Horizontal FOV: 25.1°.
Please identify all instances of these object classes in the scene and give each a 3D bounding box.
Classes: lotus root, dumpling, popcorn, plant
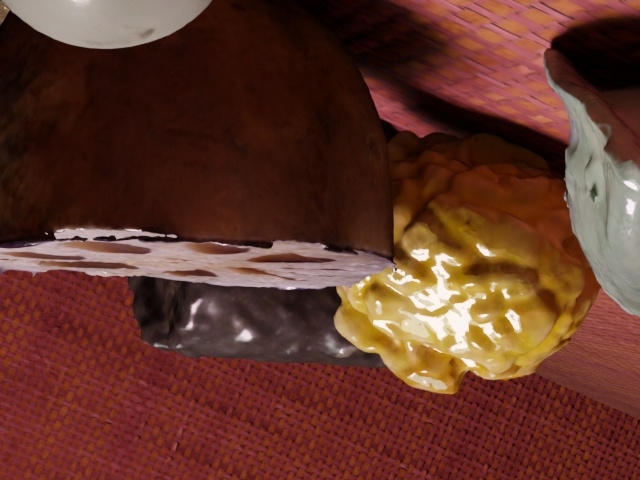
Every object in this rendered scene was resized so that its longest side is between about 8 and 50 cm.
[{"bbox_3d":[-0.079,-0.061,0.809,0.272,0.192,0.272,5,167,1],"label":"lotus root"},{"bbox_3d":[0.151,-0.019,0.650,0.149,0.105,0.216,20,174,33],"label":"dumpling"},{"bbox_3d":[0.090,0.014,0.921,0.180,0.180,0.170,24,170,-9],"label":"popcorn"},{"bbox_3d":[0.000,0.000,1.088,0.276,0.188,0.199,4,177,-25],"label":"plant"}]

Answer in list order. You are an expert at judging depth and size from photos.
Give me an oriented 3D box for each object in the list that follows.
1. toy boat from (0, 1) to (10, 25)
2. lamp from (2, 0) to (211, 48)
[{"bbox_3d":[-0.204,-0.165,1.042,0.080,0.046,0.229,24,175,-17],"label":"toy boat"},{"bbox_3d":[-0.081,-0.138,0.517,0.106,0.106,0.193,23,166,2],"label":"lamp"}]
